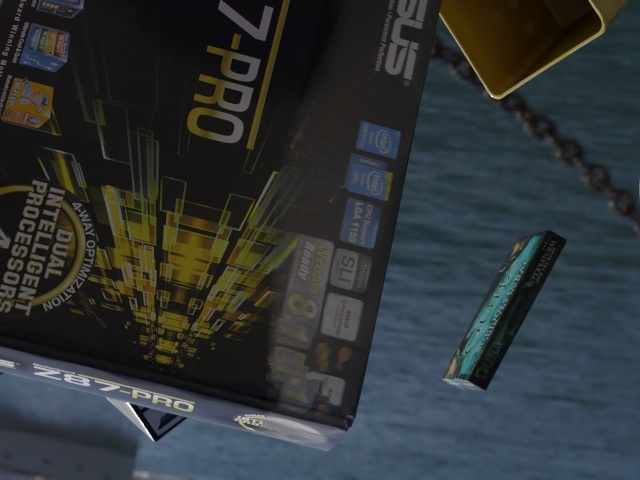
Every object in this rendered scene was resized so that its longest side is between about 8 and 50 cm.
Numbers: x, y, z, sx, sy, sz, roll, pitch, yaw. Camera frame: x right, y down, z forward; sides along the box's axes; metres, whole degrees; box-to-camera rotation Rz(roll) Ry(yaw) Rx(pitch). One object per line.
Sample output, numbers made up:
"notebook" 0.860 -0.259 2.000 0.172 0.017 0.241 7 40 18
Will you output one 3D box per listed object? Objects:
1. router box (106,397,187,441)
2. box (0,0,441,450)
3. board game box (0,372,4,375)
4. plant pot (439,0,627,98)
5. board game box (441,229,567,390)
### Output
"router box" -0.258 0.062 1.560 0.243 0.081 0.309 60 163 -23
"box" -0.096 -0.073 1.066 0.318 0.395 0.097 16 159 -6
"board game box" -0.453 0.068 1.860 0.336 0.079 0.253 -20 134 -13
"plant pot" 0.298 -0.351 1.953 0.212 0.212 0.187 -32 -179 45
"board game box" 0.199 0.078 1.589 0.026 0.186 0.126 31 171 -5
